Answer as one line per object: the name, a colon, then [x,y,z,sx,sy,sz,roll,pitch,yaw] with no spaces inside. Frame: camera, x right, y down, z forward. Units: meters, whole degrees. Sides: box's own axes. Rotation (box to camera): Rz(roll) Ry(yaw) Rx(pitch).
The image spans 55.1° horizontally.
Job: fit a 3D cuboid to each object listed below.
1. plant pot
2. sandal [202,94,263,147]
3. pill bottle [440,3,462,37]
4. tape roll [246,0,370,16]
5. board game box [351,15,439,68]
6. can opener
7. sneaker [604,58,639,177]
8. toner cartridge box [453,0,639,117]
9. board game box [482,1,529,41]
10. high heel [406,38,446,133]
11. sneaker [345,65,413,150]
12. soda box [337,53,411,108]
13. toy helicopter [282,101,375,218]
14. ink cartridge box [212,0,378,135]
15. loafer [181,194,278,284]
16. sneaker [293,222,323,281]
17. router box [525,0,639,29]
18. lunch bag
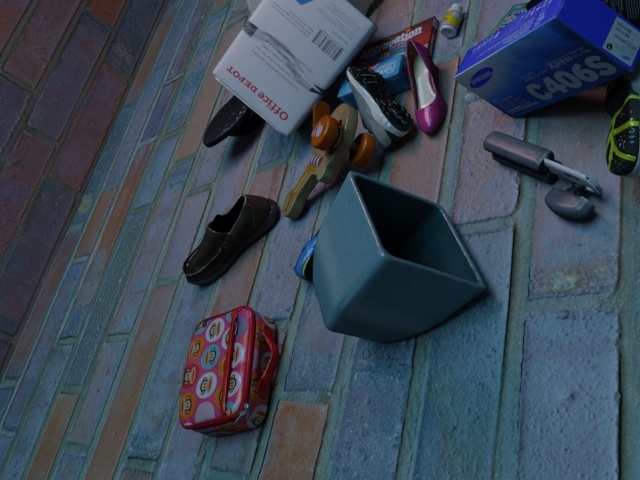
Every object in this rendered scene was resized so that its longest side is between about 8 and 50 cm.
plant pot: [0.118,0.062,1.213,0.252,0.247,0.247,-54,34,31]
sandal: [-0.225,-0.465,2.086,0.168,0.107,0.445,13,61,52]
pill bottle: [0.340,-0.568,1.582,0.043,0.043,0.083,2,65,48]
tape roll: [-0.034,-0.751,1.841,0.392,0.392,0.072,-44,39,14]
board game box: [0.196,-0.516,1.714,0.281,0.027,0.145,-11,54,43]
can opener: [0.405,-0.125,1.161,0.095,0.076,0.283,-53,36,3]
sneaker: [0.579,-0.243,1.042,0.147,0.145,0.384,14,58,11]
toner cartridge box: [0.404,-0.333,1.135,0.075,0.165,0.348,-61,12,-8]
board game box: [0.491,-0.434,1.273,0.317,0.046,0.213,13,55,51]
high heel: [0.243,-0.374,1.483,0.082,0.117,0.244,-16,52,40]
sneaker: [0.128,-0.343,1.556,0.271,0.100,0.108,64,144,29]
soda box: [0.150,-0.426,1.665,0.210,0.067,0.071,-10,56,42]
toy helicopter: [-0.011,-0.207,1.611,0.355,0.140,0.235,-55,29,31]
ink cartridge box: [-0.071,-0.543,1.756,0.395,0.285,0.166,-49,3,19]
loafer: [-0.289,-0.017,1.783,0.366,0.130,0.133,-42,39,17]
sneaker: [0.000,0.000,1.511,0.209,0.069,0.082,-59,34,-4]
router box: [0.564,-0.480,1.122,0.243,0.081,0.309,10,46,47]
lunch bag: [-0.207,0.312,1.474,0.258,0.120,0.293,-21,50,31]
